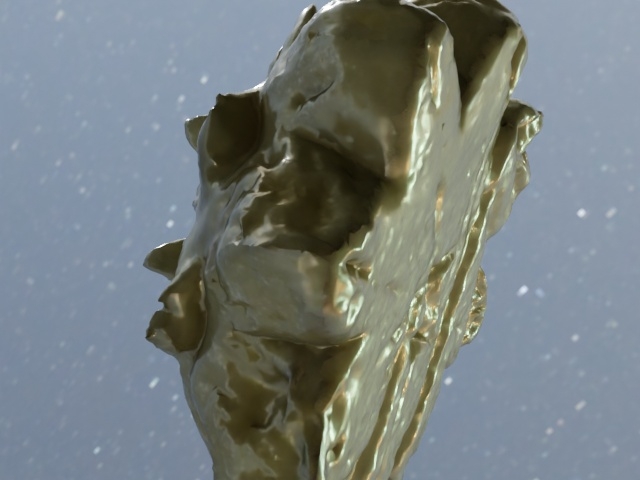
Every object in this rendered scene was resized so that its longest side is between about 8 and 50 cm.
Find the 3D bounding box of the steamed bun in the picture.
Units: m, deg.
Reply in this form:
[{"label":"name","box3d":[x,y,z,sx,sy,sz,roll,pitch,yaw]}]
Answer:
[{"label":"steamed bun","box3d":[0.000,0.000,0.742,0.137,0.292,0.295,20,-125,19]}]
